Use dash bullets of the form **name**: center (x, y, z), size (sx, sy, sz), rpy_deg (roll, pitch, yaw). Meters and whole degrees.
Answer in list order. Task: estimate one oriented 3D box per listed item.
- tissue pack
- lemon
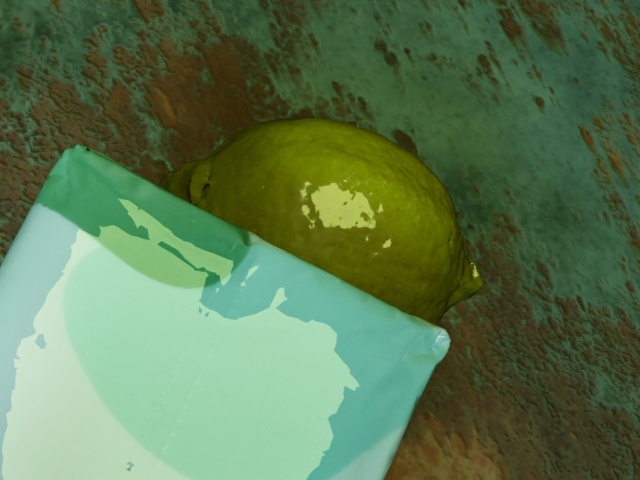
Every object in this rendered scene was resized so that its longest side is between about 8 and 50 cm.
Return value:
- **tissue pack**: center (-0.115, 0.161, 0.806), size (0.266, 0.194, 0.356), rpy_deg (27, 70, -5)
- **lemon**: center (0.000, 0.000, 1.010), size (0.257, 0.188, 0.188), rpy_deg (19, 54, -8)
